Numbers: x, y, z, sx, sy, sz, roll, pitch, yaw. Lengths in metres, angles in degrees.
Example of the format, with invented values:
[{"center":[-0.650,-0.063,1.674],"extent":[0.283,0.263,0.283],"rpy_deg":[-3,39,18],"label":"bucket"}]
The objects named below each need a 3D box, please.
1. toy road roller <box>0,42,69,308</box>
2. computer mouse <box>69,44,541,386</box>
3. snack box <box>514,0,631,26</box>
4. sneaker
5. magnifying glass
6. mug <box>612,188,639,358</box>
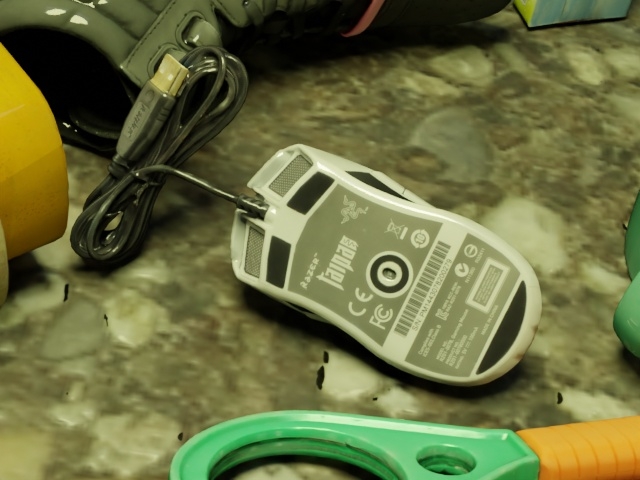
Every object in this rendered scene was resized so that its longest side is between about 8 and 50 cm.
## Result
[{"center":[-0.252,-0.114,0.546],"extent":[0.202,0.241,0.329],"rpy_deg":[-23,55,-28],"label":"toy road roller"},{"center":[0.000,0.000,0.606],"extent":[0.193,0.106,0.042],"rpy_deg":[28,6,3],"label":"computer mouse"},{"center":[0.121,-0.250,0.790],"extent":[0.070,0.174,0.207],"rpy_deg":[-9,49,-19],"label":"snack box"},{"center":[-0.039,-0.104,0.687],"extent":[0.295,0.104,0.147],"rpy_deg":[7,62,-17],"label":"sneaker"},{"center":[0.055,0.086,0.546],"extent":[0.231,0.026,0.092],"rpy_deg":[-2,22,-21],"label":"magnifying glass"},{"center":[0.205,-0.009,0.628],"extent":[0.129,0.097,0.158],"rpy_deg":[17,46,6],"label":"mug"}]
